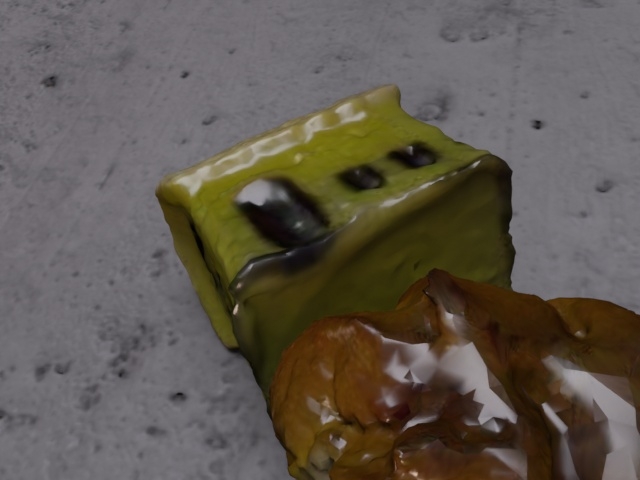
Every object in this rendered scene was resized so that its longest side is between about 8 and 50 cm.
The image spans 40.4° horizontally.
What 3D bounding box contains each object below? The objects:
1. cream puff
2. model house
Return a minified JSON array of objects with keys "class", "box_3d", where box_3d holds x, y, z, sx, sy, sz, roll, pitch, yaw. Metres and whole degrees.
[{"class":"cream puff","box_3d":[0.093,0.126,0.447,0.269,0.155,0.241,26,52,9]},{"class":"model house","box_3d":[0.000,0.000,0.618,0.193,0.175,0.234,-27,34,-14]}]
